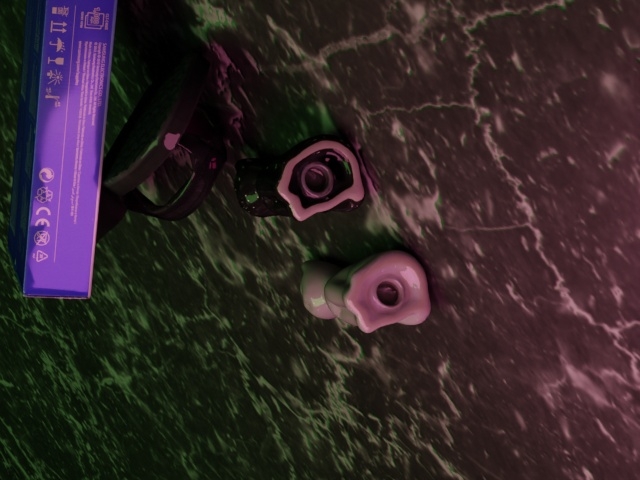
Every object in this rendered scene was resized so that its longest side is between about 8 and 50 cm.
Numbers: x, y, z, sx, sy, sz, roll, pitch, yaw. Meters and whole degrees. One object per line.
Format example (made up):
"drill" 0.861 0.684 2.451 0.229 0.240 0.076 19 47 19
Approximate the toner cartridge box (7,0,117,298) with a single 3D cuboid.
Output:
"toner cartridge box" -0.272 -0.129 1.775 0.165 0.075 0.348 -130 45 -67

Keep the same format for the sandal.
"sandal" -0.171 -0.087 1.842 0.107 0.168 0.446 29 163 -10

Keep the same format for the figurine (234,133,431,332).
"figurine" 0.000 0.000 1.716 0.215 0.092 0.209 59 162 -12
